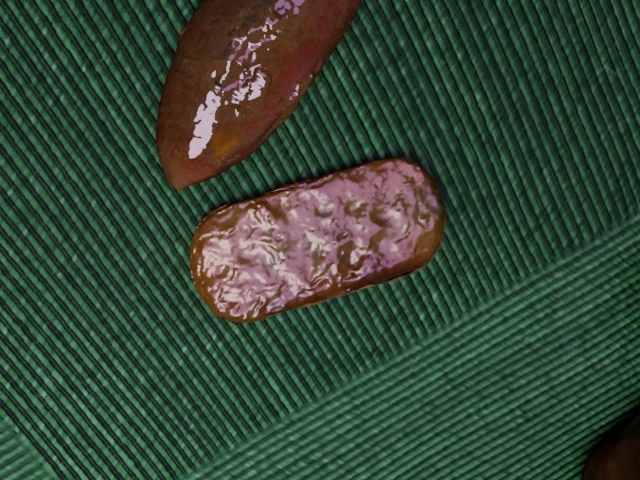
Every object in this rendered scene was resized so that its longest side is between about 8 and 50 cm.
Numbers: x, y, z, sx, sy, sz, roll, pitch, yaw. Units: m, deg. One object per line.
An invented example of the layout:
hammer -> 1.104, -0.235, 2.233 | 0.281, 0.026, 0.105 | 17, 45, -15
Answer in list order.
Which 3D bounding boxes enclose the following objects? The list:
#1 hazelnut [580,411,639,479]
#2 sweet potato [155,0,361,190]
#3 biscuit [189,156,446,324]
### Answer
hazelnut -> 0.393, 0.276, 0.568 | 0.217, 0.217, 0.252 | 42, 119, -16
sweet potato -> -0.010, -0.199, 0.433 | 0.109, 0.109, 0.385 | 38, 95, -15
biscuit -> 0.000, 0.000, 0.522 | 0.247, 0.029, 0.118 | -16, 99, -4
